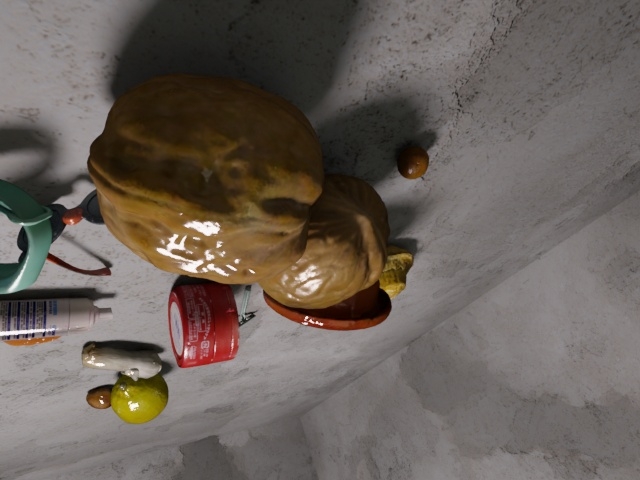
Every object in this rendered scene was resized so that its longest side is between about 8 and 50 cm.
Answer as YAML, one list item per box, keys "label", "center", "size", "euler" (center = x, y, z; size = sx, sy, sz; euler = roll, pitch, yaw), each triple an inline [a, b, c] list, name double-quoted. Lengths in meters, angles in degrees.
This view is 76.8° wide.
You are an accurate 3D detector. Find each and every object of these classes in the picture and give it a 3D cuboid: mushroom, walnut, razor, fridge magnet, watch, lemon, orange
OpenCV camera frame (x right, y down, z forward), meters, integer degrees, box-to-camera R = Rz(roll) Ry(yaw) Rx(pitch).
- label: "mushroom"
  center: [-0.615, 0.379, 1.274]
  size: [0.278, 0.096, 0.099]
  euler: [39, 69, -55]
- label: "walnut"
  center: [-0.172, -0.093, 0.621]
  size: [0.344, 0.306, 0.306]
  euler: [13, 141, -6]
- label: "razor"
  center: [-0.245, 0.210, 1.314]
  size: [0.084, 0.036, 0.211]
  euler: [-32, 152, -35]
- label: "walnut"
  center: [0.000, 0.000, 0.874]
  size: [0.333, 0.333, 0.333]
  euler: [-17, 149, -10]
- label: "fridge magnet"
  center: [0.021, 0.144, 1.136]
  size: [0.363, 0.363, 0.155]
  euler: [-2, 106, -32]
- label: "mushroom"
  center: [-0.784, 0.578, 1.485]
  size: [0.129, 0.073, 0.088]
  euler: [14, 103, -49]
- label: "watch"
  center: [-0.534, -0.010, 0.629]
  size: [0.237, 0.068, 0.195]
  euler: [1, 111, 5]
- label: "lemon"
  center: [-0.639, 0.544, 1.427]
  size: [0.184, 0.184, 0.248]
  euler: [-16, 138, -12]
- label: "orange"
  center: [0.220, -0.184, 0.961]
  size: [0.085, 0.085, 0.085]
  euler: [-17, 149, -10]

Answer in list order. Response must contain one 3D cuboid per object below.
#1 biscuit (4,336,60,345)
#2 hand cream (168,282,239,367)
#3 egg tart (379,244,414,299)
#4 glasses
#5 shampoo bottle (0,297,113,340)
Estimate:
- label: "biscuit"
  center: [-0.738, 0.240, 1.037]
  size: [0.130, 0.019, 0.102]
  euler: [-3, 145, -31]
- label: "hand cream"
  center: [-0.320, 0.225, 1.095]
  size: [0.149, 0.230, 0.230]
  euler: [-2, 143, -32]
- label: "egg tart"
  center: [0.189, 0.146, 1.409]
  size: [0.341, 0.129, 0.341]
  euler: [-18, 149, -11]
- label: "glasses"
  center: [-0.411, 0.014, 0.808]
  size: [0.234, 0.118, 0.268]
  euler: [-23, 149, -3]
- label: "shampoo bottle"
  center: [-0.648, 0.179, 0.933]
  size: [0.303, 0.092, 0.092]
  euler: [1, 142, -37]
